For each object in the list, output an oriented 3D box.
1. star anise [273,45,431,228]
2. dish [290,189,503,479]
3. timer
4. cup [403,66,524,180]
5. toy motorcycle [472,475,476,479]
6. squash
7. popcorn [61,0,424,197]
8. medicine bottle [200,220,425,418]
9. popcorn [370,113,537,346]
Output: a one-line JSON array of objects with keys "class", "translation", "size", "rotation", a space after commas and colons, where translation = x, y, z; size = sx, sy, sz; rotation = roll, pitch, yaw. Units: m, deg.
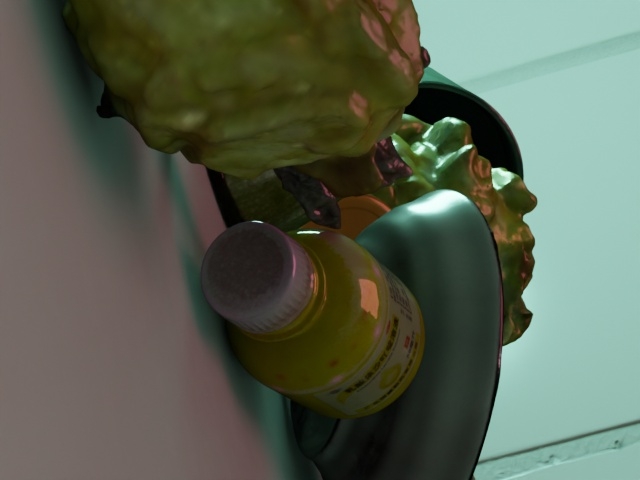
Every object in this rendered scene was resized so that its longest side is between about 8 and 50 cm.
[{"class": "star anise", "translation": [-0.022, -0.113, 0.973], "size": [0.073, 0.212, 0.197], "rotation": [-50, 171, -49]}, {"class": "dish", "translation": [0.041, 0.103, 1.220], "size": [0.316, 0.106, 0.316], "rotation": [-171, -90, -72]}, {"class": "timer", "translation": [0.000, 0.000, 1.525], "size": [0.152, 0.132, 0.132], "rotation": [31, -40, 64]}, {"class": "cup", "translation": [0.103, -0.099, 2.325], "size": [0.310, 0.401, 0.392], "rotation": [38, 10, -16]}, {"class": "toy motorcycle", "translation": [0.126, 0.360, 1.322], "size": [0.237, 0.169, 0.410], "rotation": [101, -21, -75]}, {"class": "squash", "translation": [-0.037, -0.085, 1.247], "size": [0.170, 0.123, 0.170], "rotation": [-20, 90, -90]}, {"class": "popcorn", "translation": [-0.045, -0.132, 0.811], "size": [0.266, 0.192, 0.233], "rotation": [52, 8, -30]}, {"class": "medicine bottle", "translation": [-0.010, 0.049, 1.028], "size": [0.212, 0.122, 0.121], "rotation": [40, 34, -63]}, {"class": "popcorn", "translation": [0.107, -0.007, 1.701], "size": [0.312, 0.312, 0.312], "rotation": [-15, 90, -86]}]
